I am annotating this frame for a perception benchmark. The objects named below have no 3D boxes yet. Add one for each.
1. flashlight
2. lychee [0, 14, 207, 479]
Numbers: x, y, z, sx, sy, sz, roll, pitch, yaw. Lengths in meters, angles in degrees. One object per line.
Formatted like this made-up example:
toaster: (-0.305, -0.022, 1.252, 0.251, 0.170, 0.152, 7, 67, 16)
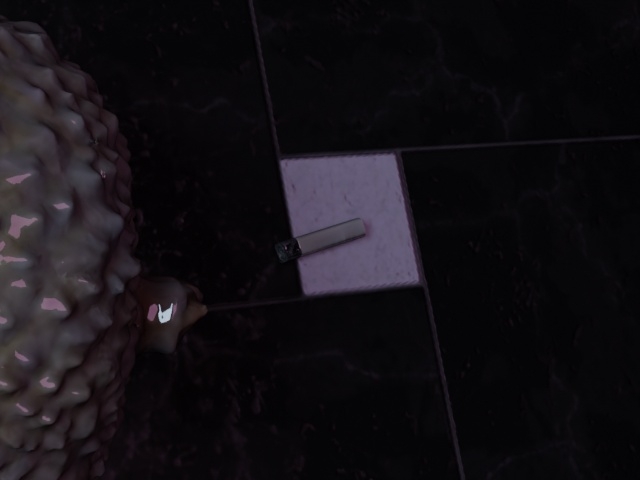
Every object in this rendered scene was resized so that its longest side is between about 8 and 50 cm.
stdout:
flashlight: (0.000, 0.000, 1.355, 0.083, 0.018, 0.018, -18, 88, -32)
lychee: (-0.286, 0.025, 0.987, 0.432, 0.380, 0.380, 4, 73, -6)
